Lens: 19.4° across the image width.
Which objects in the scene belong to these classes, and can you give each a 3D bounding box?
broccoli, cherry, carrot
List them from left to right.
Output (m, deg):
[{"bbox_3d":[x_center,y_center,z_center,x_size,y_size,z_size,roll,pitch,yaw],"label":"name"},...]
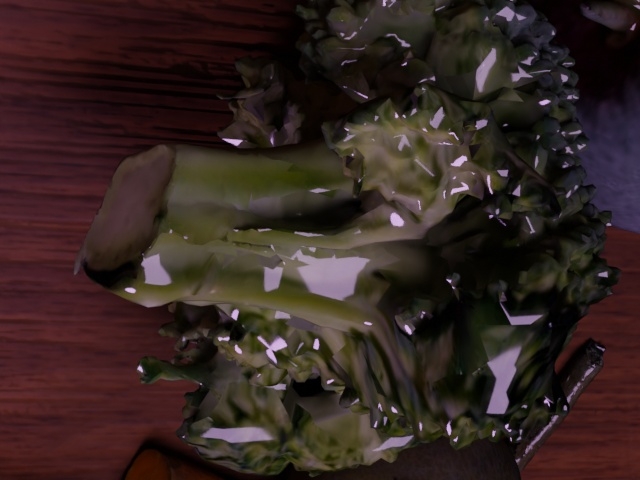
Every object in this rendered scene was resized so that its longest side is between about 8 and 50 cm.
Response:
[{"bbox_3d":[-0.056,0.216,1.439,0.224,0.057,0.057,27,107,-43],"label":"carrot"},{"bbox_3d":[0.025,-0.005,1.153,0.338,0.277,0.317,-3,164,23],"label":"broccoli"},{"bbox_3d":[0.251,-0.123,1.248,0.296,0.218,0.255,21,104,-41],"label":"cherry"}]

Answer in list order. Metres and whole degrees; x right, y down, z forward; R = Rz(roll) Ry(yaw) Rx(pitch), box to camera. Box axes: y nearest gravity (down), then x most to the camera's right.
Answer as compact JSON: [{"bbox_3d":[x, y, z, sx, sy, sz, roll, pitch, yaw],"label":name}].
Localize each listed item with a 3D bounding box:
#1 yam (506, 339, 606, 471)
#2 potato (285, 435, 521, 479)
[{"bbox_3d":[0.186,0.136,1.513,0.033,0.027,0.129,25,107,-37],"label":"yam"},{"bbox_3d":[0.066,0.208,1.424,0.178,0.160,0.235,-33,143,17],"label":"potato"}]
